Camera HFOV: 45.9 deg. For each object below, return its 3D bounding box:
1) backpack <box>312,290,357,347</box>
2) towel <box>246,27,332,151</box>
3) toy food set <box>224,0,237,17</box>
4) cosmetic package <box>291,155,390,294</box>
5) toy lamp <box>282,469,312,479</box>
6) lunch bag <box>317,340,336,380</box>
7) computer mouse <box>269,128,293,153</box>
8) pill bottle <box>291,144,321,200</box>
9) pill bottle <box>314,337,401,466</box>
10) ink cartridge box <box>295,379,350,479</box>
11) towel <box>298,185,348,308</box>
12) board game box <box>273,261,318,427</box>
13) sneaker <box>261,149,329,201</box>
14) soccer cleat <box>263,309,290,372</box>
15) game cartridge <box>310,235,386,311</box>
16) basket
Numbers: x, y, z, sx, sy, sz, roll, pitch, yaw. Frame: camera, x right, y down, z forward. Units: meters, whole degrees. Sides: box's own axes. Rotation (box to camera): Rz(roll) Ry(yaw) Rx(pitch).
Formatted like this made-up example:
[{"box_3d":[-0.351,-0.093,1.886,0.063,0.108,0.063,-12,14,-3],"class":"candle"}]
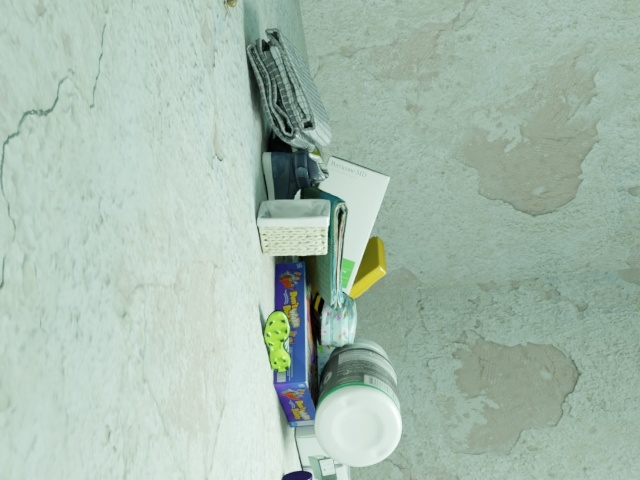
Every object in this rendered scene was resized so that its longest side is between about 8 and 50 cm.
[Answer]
[{"box_3d":[0.040,0.209,1.990,0.182,0.115,0.152,-76,160,-78],"class":"backpack"},{"box_3d":[-0.083,-0.367,1.908,0.284,0.121,0.235,67,11,6],"class":"towel"},{"box_3d":[-0.195,-0.550,1.632,0.078,0.019,0.122,67,18,-74],"class":"toy food set"},{"box_3d":[0.058,-0.050,2.234,0.155,0.196,0.366,-56,164,-82],"class":"cosmetic package"},{"box_3d":[-0.034,0.670,1.724,0.080,0.080,0.275,-60,144,-82],"class":"toy lamp"},{"box_3d":[0.001,0.355,2.217,0.096,0.128,0.151,78,6,-63],"class":"lunch bag"},{"box_3d":[-0.108,-0.249,2.101,0.184,0.060,0.262,73,0,-46],"class":"computer mouse"},{"box_3d":[-0.057,-0.208,2.271,0.208,0.117,0.118,-90,172,-56],"class":"pill bottle"},{"box_3d":[0.095,0.387,1.889,0.361,0.204,0.204,-76,159,-76],"class":"pill bottle"},{"box_3d":[0.011,0.563,2.122,0.211,0.121,0.289,-89,171,-56],"class":"ink cartridge box"},{"box_3d":[0.000,0.000,1.981,0.370,0.040,0.272,-142,-127,-72],"class":"towel"},{"box_3d":[-0.059,0.262,1.917,0.233,0.078,0.347,78,8,-51],"class":"board game box"},{"box_3d":[-0.056,-0.124,1.940,0.086,0.163,0.226,-90,174,-63],"class":"sneaker"},{"box_3d":[-0.097,0.217,1.696,0.072,0.060,0.179,-105,-169,-53],"class":"soccer cleat"},{"box_3d":[0.088,0.137,2.563,0.053,0.323,0.285,47,17,-16],"class":"game cartridge"},{"box_3d":[-0.059,-0.029,1.771,0.113,0.167,0.103,-86,174,-64],"class":"basket"}]
